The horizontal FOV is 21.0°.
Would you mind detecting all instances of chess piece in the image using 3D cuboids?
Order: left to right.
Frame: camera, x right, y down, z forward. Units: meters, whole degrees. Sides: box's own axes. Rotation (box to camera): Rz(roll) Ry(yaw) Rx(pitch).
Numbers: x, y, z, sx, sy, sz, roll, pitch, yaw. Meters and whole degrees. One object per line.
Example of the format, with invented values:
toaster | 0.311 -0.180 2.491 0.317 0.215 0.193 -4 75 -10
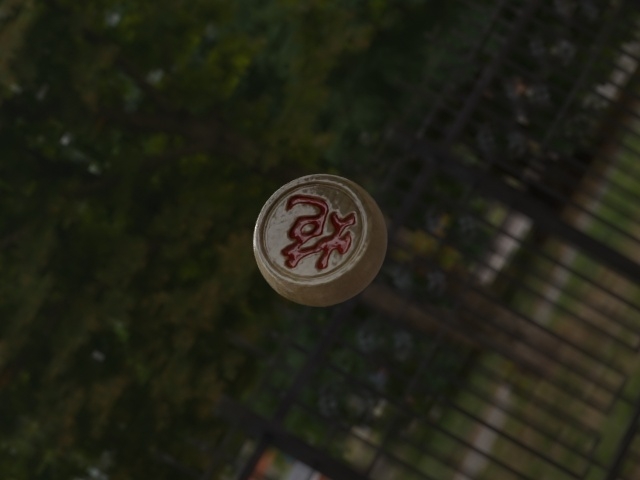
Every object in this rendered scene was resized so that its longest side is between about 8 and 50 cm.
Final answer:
chess piece | 0.000 0.000 1.068 0.083 0.084 0.038 -60 -21 -12
